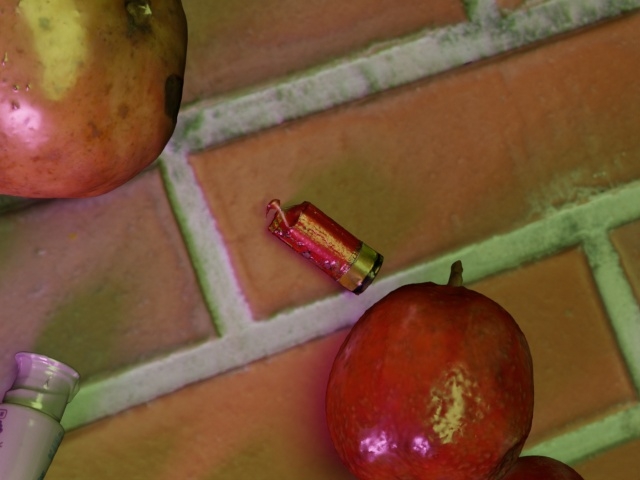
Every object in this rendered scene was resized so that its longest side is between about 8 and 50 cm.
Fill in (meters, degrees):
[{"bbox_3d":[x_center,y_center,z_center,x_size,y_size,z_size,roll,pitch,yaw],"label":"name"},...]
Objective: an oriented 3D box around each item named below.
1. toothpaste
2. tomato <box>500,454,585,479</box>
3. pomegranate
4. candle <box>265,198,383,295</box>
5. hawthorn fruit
[{"bbox_3d":[-0.300,0.250,1.697,0.073,0.114,0.299,25,67,-16],"label":"toothpaste"},{"bbox_3d":[0.224,0.330,1.871,0.228,0.101,0.228,3,81,-21],"label":"tomato"},{"bbox_3d":[-0.258,-0.171,1.706,0.281,0.281,0.281,4,78,-19],"label":"pomegranate"},{"bbox_3d":[0.000,0.000,1.879,0.130,0.052,0.052,35,70,-10],"label":"candle"},{"bbox_3d":[0.112,0.131,1.821,0.205,0.205,0.253,13,67,-17],"label":"hawthorn fruit"}]
